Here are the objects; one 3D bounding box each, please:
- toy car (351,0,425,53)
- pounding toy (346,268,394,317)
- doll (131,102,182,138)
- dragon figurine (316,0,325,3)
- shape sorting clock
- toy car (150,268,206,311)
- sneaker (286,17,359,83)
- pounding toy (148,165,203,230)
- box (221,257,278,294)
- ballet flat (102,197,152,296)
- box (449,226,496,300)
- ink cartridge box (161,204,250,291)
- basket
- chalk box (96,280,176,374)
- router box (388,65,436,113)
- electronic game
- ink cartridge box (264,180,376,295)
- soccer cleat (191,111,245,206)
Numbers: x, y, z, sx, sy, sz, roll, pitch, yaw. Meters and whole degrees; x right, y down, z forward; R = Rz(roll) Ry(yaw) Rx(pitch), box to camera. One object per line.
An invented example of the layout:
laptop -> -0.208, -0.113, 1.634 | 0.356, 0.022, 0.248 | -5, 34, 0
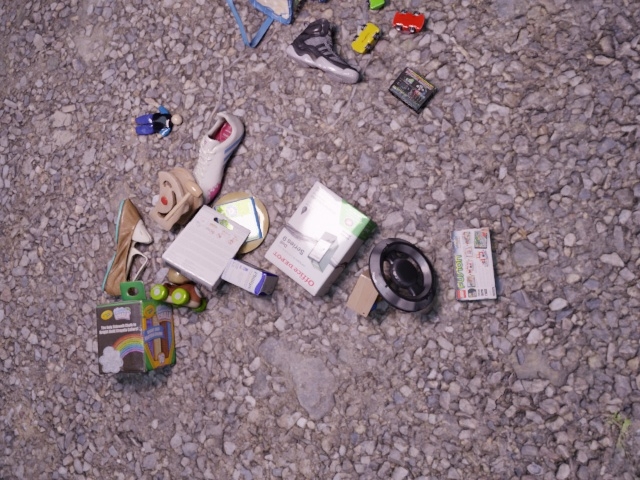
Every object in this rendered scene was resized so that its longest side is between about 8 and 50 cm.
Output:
toy car -> 0.194, -0.727, 1.554 | 0.238, 0.053, 0.225 | -18, 80, 11
pounding toy -> 0.165, 0.148, 1.453 | 0.100, 0.141, 0.130 | 29, 107, 15
doll -> -0.582, -0.425, 1.729 | 0.188, 0.046, 0.129 | -3, 85, 14
dragon figurine -> 0.094, -0.865, 1.574 | 0.288, 0.144, 0.085 | -20, 78, -8
shape sorting clock -> -0.273, -0.059, 1.619 | 0.206, 0.040, 0.207 | 0, 85, 3
toy car -> -0.447, 0.124, 1.600 | 0.148, 0.155, 0.189 | 8, 75, 15
sneaker -> 0.027, -0.616, 1.560 | 0.268, 0.101, 0.153 | 29, 95, 18
pounding toy -> -0.492, -0.139, 1.572 | 0.269, 0.154, 0.154 | -38, 87, 39
box -> -0.222, 0.117, 1.546 | 0.137, 0.126, 0.072 | 23, 89, 15
ballet flat -> -0.656, 0.032, 1.683 | 0.123, 0.116, 0.343 | 12, 88, -5
box -> 0.446, 0.069, 1.425 | 0.113, 0.036, 0.207 | -5, 84, 14
ink cartridge box -> -0.362, 0.023, 1.561 | 0.188, 0.066, 0.232 | 29, 56, 4
basket -> -0.180, -0.799, 1.554 | 0.201, 0.255, 0.289 | 36, 83, 12
chalk box -> -0.608, 0.280, 1.606 | 0.180, 0.179, 0.289 | -7, 82, 15
router box -> 0.286, -0.469, 1.514 | 0.122, 0.038, 0.092 | 42, 96, 14
electronic game -> 0.239, 0.097, 1.405 | 0.229, 0.229, 0.048 | 60, 143, 12
ink cartridge box -> 0.000, 0.000, 1.502 | 0.211, 0.121, 0.289 | 36, 95, 15
soccer cleat -> -0.369, -0.273, 1.610 | 0.115, 0.143, 0.332 | 27, 92, 15
